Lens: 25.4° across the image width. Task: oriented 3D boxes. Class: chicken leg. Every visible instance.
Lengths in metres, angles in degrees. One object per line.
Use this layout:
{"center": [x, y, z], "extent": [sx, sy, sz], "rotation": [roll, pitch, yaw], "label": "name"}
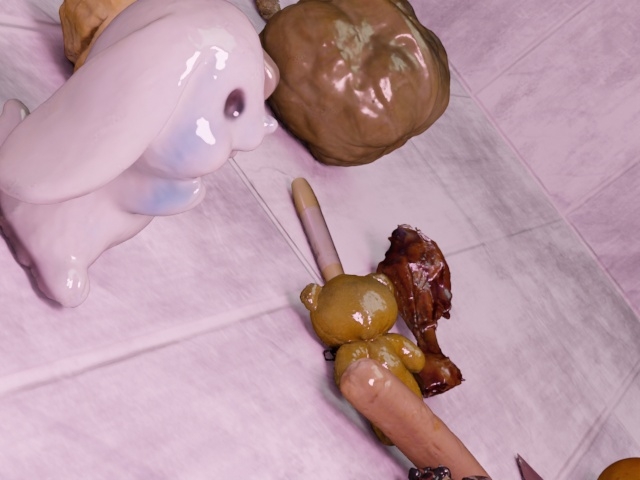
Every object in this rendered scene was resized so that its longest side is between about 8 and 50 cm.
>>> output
{"center": [0.135, 0.101, 1.947], "extent": [0.113, 0.093, 0.304], "rotation": [25, 35, -21], "label": "chicken leg"}

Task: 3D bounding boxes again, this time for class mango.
{"center": [0.486, 0.401, 2.163], "extent": [0.221, 0.120, 0.151], "rotation": [17, 39, -50], "label": "mango"}

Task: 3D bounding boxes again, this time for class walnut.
{"center": [0.048, -0.252, 2.146], "extent": [0.277, 0.282, 0.253], "rotation": [47, -23, 6], "label": "walnut"}

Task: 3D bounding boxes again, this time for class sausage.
{"center": [0.123, 0.235, 1.606], "extent": [0.301, 0.066, 0.066], "rotation": [49, 16, -30], "label": "sausage"}

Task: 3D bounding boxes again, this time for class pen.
{"center": [0.000, 0.000, 1.880], "extent": [0.040, 0.032, 0.233], "rotation": [68, 1, -47], "label": "pen"}

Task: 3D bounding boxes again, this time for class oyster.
{"center": [-0.098, -0.403, 2.482], "extent": [0.083, 0.038, 0.081], "rotation": [27, -40, 58], "label": "oyster"}

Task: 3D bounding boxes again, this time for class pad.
{"center": [0.338, 0.388, 2.002], "extent": [0.188, 0.006, 0.113], "rotation": [46, 17, -25], "label": "pad"}

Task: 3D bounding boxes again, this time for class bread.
{"center": [-0.202, -0.208, 1.606], "extent": [0.244, 0.134, 0.244], "rotation": [47, 14, -16], "label": "bread"}

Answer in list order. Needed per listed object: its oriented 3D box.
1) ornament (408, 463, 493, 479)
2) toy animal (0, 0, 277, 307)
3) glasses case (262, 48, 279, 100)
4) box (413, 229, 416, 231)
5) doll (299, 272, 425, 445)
{"center": [0.155, 0.304, 1.501], "extent": [0.153, 0.166, 0.196], "rotation": [46, 3, -23], "label": "ornament"}
{"center": [-0.175, -0.097, 1.253], "extent": [0.174, 0.289, 0.249], "rotation": [46, -3, -13], "label": "toy animal"}
{"center": [-0.139, -0.272, 1.981], "extent": [0.196, 0.083, 0.050], "rotation": [48, 16, -6], "label": "glasses case"}
{"center": [0.150, 0.032, 2.201], "extent": [0.091, 0.031, 0.126], "rotation": [52, 16, 2], "label": "box"}
{"center": [0.054, 0.140, 1.667], "extent": [0.137, 0.097, 0.209], "rotation": [-11, 77, -37], "label": "doll"}
